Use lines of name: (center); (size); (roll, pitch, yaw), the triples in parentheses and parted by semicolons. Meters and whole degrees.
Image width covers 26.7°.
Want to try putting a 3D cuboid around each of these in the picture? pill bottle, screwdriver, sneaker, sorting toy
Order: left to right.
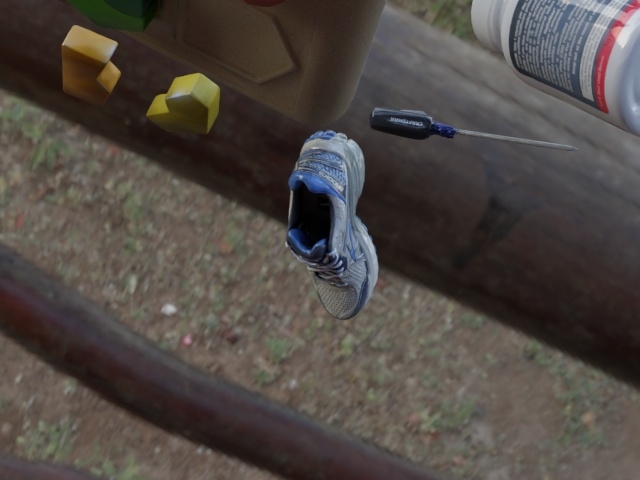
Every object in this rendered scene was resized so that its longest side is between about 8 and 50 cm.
sorting toy: (-0.085, -0.133, 0.783); (0.229, 0.307, 0.041); (23, 64, 1)
sneaker: (0.000, 0.000, 0.859); (0.052, 0.135, 0.058); (7, 36, 25)
screwdriver: (0.122, -0.083, 1.088); (0.170, 0.024, 0.025); (13, 56, 9)
pill bottle: (0.198, -0.154, 0.999); (0.108, 0.108, 0.180); (-15, 31, -30)
